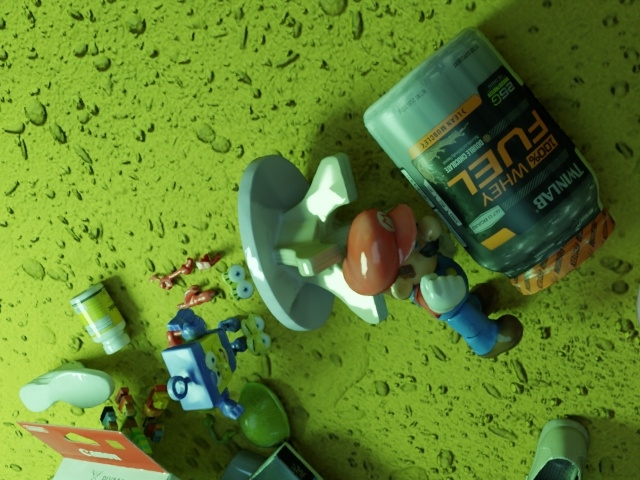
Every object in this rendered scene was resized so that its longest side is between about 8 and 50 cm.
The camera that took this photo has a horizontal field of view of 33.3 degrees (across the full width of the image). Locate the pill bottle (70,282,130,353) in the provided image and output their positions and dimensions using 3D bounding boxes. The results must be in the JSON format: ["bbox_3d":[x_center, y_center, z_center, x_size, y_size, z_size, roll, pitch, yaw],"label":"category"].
[{"bbox_3d":[-0.381,0.137,1.868,0.065,0.065,0.116,-25,99,26],"label":"pill bottle"}]

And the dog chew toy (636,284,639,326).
[{"bbox_3d":[0.545,0.161,1.464,0.206,0.207,0.332,-3,116,21],"label":"dog chew toy"}]

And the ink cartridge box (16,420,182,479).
[{"bbox_3d":[-0.357,0.404,1.817,0.296,0.066,0.261,-4,142,41],"label":"ink cartridge box"}]

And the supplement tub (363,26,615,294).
[{"bbox_3d":[0.235,-0.104,1.470,0.207,0.207,0.338,-39,93,28],"label":"supplement tub"}]

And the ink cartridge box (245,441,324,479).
[{"bbox_3d":[-0.113,0.513,1.839,0.165,0.065,0.333,43,112,4],"label":"ink cartridge box"}]

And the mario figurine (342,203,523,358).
[{"bbox_3d":[0.172,0.039,1.503,0.320,0.170,0.198,33,160,-37],"label":"mario figurine"}]

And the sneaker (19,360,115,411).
[{"bbox_3d":[-0.439,0.247,1.913,0.212,0.094,0.080,-10,112,32],"label":"sneaker"}]

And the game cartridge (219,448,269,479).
[{"bbox_3d":[-0.112,0.529,1.903,0.198,0.062,0.297,15,107,10],"label":"game cartridge"}]

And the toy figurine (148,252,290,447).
[{"bbox_3d":[-0.200,0.228,1.750,0.191,0.217,0.363,-11,105,24],"label":"toy figurine"}]

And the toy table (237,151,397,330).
[{"bbox_3d":[0.000,0.000,1.590,0.160,0.252,0.274,-7,115,39],"label":"toy table"}]

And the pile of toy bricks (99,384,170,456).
[{"bbox_3d":[-0.323,0.356,1.882,0.105,0.118,0.212,55,130,39],"label":"pile of toy bricks"}]

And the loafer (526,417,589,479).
[{"bbox_3d":[0.357,0.410,1.679,0.101,0.092,0.269,10,112,18],"label":"loafer"}]
